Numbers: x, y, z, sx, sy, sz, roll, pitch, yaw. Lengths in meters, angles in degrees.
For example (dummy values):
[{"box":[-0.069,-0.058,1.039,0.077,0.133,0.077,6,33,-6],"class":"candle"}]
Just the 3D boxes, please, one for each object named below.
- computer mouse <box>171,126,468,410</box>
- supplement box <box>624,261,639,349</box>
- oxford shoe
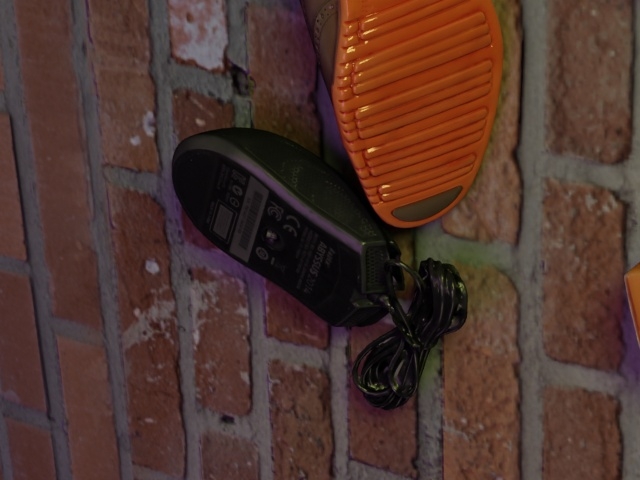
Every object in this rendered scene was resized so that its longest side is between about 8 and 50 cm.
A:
[{"box":[0.000,0.000,1.296,0.272,0.072,0.188,39,142,10],"class":"computer mouse"},{"box":[0.323,0.039,1.054,0.233,0.078,0.080,-5,108,40],"class":"supplement box"},{"box":[0.042,-0.184,1.168,0.133,0.130,0.364,-135,31,-58],"class":"oxford shoe"}]
